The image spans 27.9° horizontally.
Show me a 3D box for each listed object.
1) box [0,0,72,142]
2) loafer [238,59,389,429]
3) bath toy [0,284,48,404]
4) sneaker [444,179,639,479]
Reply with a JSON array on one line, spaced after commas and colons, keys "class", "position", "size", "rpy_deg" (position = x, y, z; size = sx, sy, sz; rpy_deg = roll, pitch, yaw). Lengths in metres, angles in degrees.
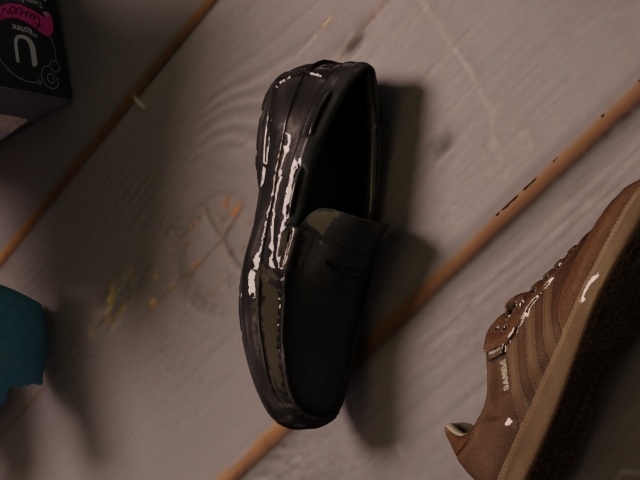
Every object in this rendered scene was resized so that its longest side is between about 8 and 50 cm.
[{"class": "box", "position": [-0.340, -0.152, 0.963], "size": [0.163, 0.247, 0.142], "rpy_deg": [-23, 70, 36]}, {"class": "loafer", "position": [0.000, 0.000, 0.765], "size": [0.078, 0.076, 0.223], "rpy_deg": [-9, 74, 47]}, {"class": "bath toy", "position": [-0.364, 0.138, 1.006], "size": [0.348, 0.151, 0.129], "rpy_deg": [-27, 52, 37]}, {"class": "sneaker", "position": [0.119, 0.046, 0.665], "size": [0.071, 0.066, 0.188], "rpy_deg": [33, 105, 39]}]
